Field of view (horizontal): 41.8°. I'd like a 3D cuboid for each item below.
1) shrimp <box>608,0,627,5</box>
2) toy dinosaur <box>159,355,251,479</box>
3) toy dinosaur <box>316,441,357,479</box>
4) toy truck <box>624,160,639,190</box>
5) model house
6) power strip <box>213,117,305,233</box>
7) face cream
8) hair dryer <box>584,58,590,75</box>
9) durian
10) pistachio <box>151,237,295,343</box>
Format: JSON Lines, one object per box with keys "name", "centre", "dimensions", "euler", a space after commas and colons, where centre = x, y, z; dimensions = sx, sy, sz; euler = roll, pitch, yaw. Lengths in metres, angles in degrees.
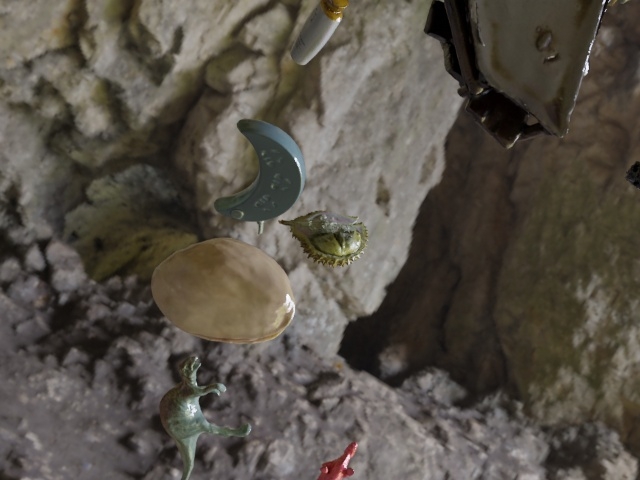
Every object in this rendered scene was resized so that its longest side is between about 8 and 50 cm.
{"name": "shrimp", "centre": [0.534, -0.523, 1.387], "dimensions": [0.154, 0.294, 0.062], "euler": [34, 32, -3]}
{"name": "toy dinosaur", "centre": [-0.278, 0.425, 1.887], "dimensions": [0.206, 0.393, 0.092], "euler": [18, 28, -18]}
{"name": "toy dinosaur", "centre": [0.006, 0.594, 2.029], "dimensions": [0.070, 0.286, 0.139], "euler": [37, 8, 6]}
{"name": "toy truck", "centre": [0.587, -0.106, 1.251], "dimensions": [0.177, 0.161, 0.213], "euler": [31, 7, -10]}
{"name": "model house", "centre": [0.238, -0.326, 1.241], "dimensions": [0.317, 0.297, 0.282], "euler": [33, -3, -14]}
{"name": "power strip", "centre": [-0.097, -0.096, 1.386], "dimensions": [0.137, 0.216, 0.044], "euler": [15, 39, -6]}
{"name": "face cream", "centre": [-0.005, -0.433, 1.708], "dimensions": [0.051, 0.072, 0.182], "euler": [1, -28, -31]}
{"name": "hair dryer", "centre": [0.409, -0.321, 1.501], "dimensions": [0.070, 0.255, 0.128], "euler": [5, -56, 39]}
{"name": "durian", "centre": [0.000, 0.000, 1.879], "dimensions": [0.208, 0.146, 0.102], "euler": [18, -44, -9]}
{"name": "pistachio", "centre": [-0.204, 0.107, 1.787], "dimensions": [0.309, 0.229, 0.230], "euler": [23, -2, -2]}
